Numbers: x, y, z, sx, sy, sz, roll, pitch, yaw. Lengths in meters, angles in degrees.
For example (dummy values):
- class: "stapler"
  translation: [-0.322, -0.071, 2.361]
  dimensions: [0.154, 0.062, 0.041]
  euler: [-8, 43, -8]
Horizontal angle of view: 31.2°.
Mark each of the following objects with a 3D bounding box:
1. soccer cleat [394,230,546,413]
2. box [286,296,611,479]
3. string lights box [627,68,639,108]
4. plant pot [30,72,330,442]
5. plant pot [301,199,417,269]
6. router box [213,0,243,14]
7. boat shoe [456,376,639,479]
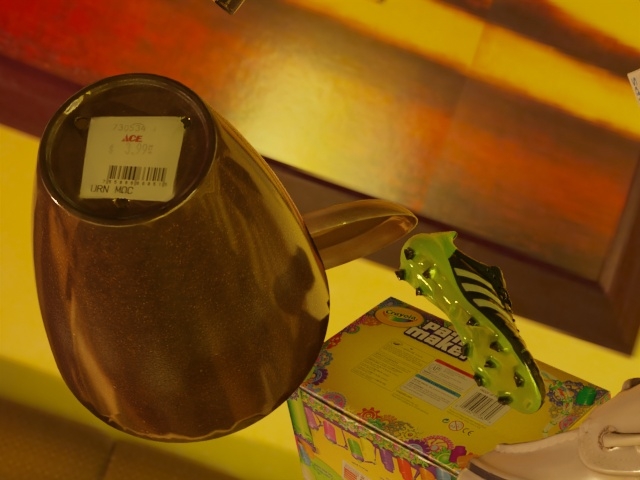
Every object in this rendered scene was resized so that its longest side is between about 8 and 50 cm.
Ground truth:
- class: "soccer cleat"
  translation: [0.134, 0.059, 0.931]
  dimensions: [0.072, 0.060, 0.179]
  euler: [-18, 59, -34]
- class: "box"
  translation: [0.135, 0.254, 1.192]
  dimensions: [0.290, 0.177, 0.279]
  euler: [23, -46, 42]
- class: "string lights box"
  translation: [0.395, -0.159, 1.038]
  dimensions: [0.133, 0.077, 0.259]
  euler: [-22, 2, -5]
- class: "plant pot"
  translation: [-0.105, -0.002, 0.770]
  dimensions: [0.215, 0.215, 0.230]
  euler: [17, -25, 12]
- class: "plant pot"
  translation: [0.000, 0.000, 1.380]
  dimensions: [0.236, 0.032, 0.236]
  euler: [-18, -12, -4]
- class: "router box"
  translation: [-0.092, -0.275, 0.960]
  dimensions: [0.133, 0.046, 0.179]
  euler: [38, -19, -9]
- class: "boat shoe"
  translation: [0.147, 0.085, 0.432]
  dimensions: [0.096, 0.088, 0.267]
  euler: [15, -13, -23]
